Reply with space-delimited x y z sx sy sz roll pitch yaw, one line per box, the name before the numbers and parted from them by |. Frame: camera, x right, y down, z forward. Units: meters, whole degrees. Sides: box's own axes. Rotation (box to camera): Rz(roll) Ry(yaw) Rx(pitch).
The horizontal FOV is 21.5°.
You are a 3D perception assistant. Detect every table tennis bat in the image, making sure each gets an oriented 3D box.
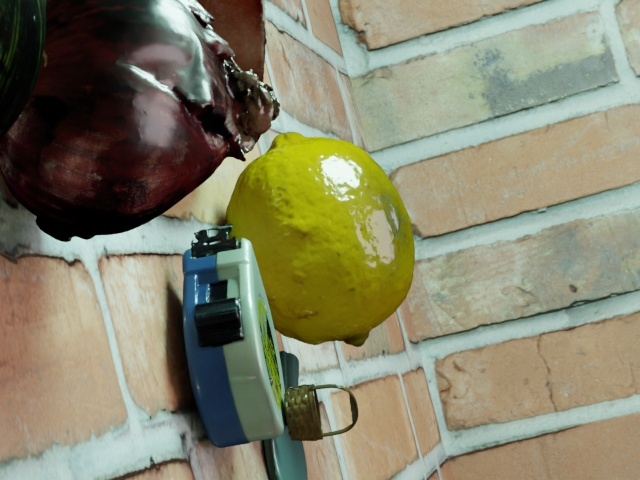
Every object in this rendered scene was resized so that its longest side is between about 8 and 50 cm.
table tennis bat | -0.047 0.251 2.253 0.149 0.038 0.237 61 22 -49

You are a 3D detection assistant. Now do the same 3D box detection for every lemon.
lemon | -0.001 -0.002 2.261 0.284 0.260 0.260 48 13 -3

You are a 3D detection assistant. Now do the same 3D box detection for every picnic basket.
picnic basket | 0.002 0.197 1.950 0.072 0.083 0.072 -9 90 -86

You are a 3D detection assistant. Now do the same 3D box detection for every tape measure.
tape measure | -0.088 0.176 1.986 0.215 0.098 0.351 -96 172 -49

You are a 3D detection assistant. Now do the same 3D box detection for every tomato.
tomato | -0.148 -0.275 2.091 0.338 0.144 0.338 180 -90 -84

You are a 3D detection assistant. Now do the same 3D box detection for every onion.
onion | -0.189 -0.118 1.494 0.281 0.281 0.221 -90 -158 -56

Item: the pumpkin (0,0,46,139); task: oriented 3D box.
pumpkin | -0.289 -0.170 0.956 0.323 0.241 0.323 -13 90 -81
